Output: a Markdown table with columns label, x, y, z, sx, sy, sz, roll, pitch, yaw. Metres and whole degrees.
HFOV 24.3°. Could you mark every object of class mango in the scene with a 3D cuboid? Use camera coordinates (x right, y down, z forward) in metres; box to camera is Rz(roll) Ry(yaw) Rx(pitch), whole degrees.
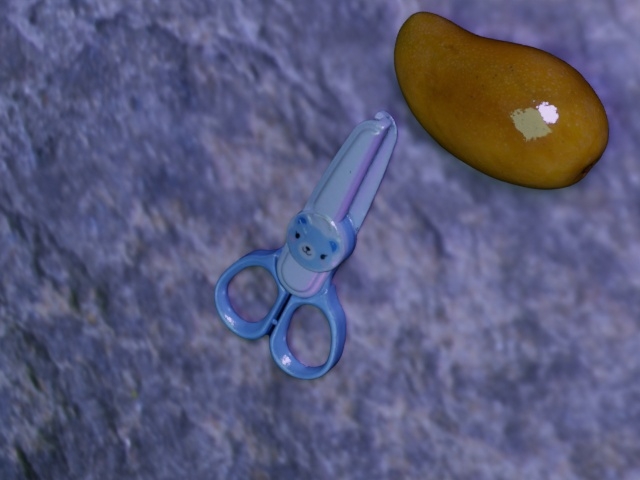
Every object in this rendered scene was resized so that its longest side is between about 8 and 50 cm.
| label | x | y | z | sx | sy | sz | roll | pitch | yaw |
| --- | --- | --- | --- | --- | --- | --- | --- | --- | --- |
| mango | 0.123 | -0.101 | 1.079 | 0.184 | 0.085 | 0.102 | 31 | 120 | 24 |

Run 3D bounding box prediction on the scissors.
| label | x | y | z | sx | sy | sz | roll | pitch | yaw |
| --- | --- | --- | --- | --- | --- | --- | --- | --- | --- |
| scissors | 0.000 | 0.000 | 1.221 | 0.125 | 0.030 | 0.256 | 37 | 124 | 13 |
